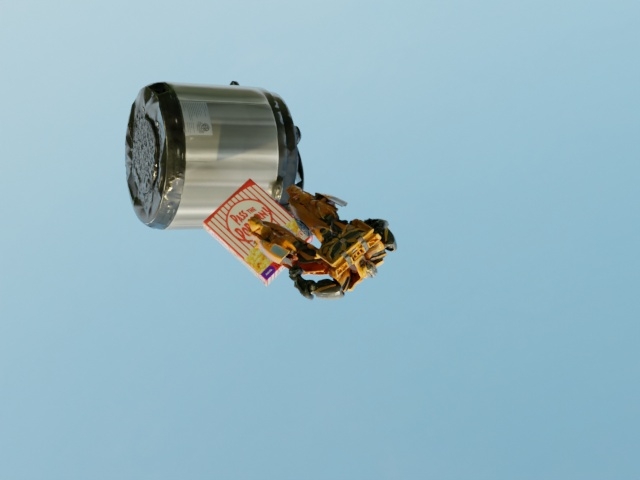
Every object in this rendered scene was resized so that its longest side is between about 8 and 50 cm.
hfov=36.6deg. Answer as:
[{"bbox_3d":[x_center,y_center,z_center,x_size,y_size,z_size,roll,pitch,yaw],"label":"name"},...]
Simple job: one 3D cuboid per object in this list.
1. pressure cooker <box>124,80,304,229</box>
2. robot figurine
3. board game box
[{"bbox_3d":[-0.240,-0.202,2.399,0.420,0.369,0.375,-3,-165,-28],"label":"pressure cooker"},{"bbox_3d":[0.000,0.000,1.780,0.211,0.085,0.291,-42,-140,-18],"label":"robot figurine"},{"bbox_3d":[-0.135,-0.019,2.090,0.193,0.045,0.147,41,-107,12],"label":"board game box"}]
